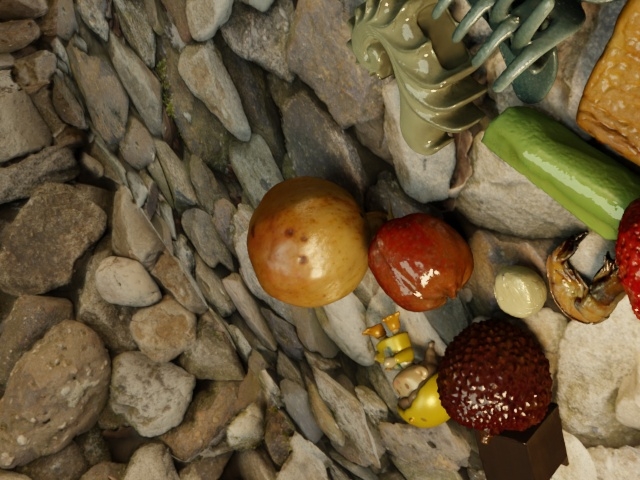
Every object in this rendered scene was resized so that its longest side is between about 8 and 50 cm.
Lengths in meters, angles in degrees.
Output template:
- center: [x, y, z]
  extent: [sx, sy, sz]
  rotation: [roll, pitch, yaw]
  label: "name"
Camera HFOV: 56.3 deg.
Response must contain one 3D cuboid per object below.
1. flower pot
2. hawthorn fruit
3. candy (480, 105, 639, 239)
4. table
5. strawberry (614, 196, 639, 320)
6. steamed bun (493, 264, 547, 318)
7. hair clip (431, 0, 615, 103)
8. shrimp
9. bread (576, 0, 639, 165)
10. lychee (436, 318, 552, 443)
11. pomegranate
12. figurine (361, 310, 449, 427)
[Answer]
- center: [0.219, -0.382, 1.309]
  extent: [0.367, 0.164, 0.254]
  rotation: [59, 155, -5]
  label: "flower pot"
- center: [0.248, 0.056, 1.507]
  extent: [0.261, 0.258, 0.258]
  rotation: [22, 133, 13]
  label: "hawthorn fruit"
- center: [0.480, -0.137, 1.182]
  extent: [0.343, 0.142, 0.132]
  rotation: [43, 150, 24]
  label: "candy"
- center: [0.520, 0.536, 1.567]
  extent: [0.172, 0.169, 0.193]
  rotation: [3, 117, 49]
  label: "table"
- center: [0.629, 0.036, 1.013]
  extent: [0.277, 0.257, 0.257]
  rotation: [53, 144, 2]
  label: "strawberry"
- center: [0.473, 0.114, 1.399]
  extent: [0.112, 0.091, 0.130]
  rotation: [7, 122, 53]
  label: "steamed bun"
- center: [0.344, -0.447, 1.056]
  extent: [0.318, 0.238, 0.392]
  rotation: [56, 145, 11]
  label: "hair clip"
- center: [0.577, 0.061, 1.270]
  extent: [0.178, 0.075, 0.289]
  rotation: [45, 154, 25]
  label: "shrimp"
- center: [0.610, -0.254, 0.937]
  extent: [0.337, 0.148, 0.328]
  rotation: [43, 140, 34]
  label: "bread"
- center: [0.424, 0.347, 1.478]
  extent: [0.275, 0.275, 0.304]
  rotation: [1, 83, 50]
  label: "lychee"
- center: [0.000, 0.000, 1.686]
  extent: [0.410, 0.410, 0.410]
  rotation: [29, 134, 36]
  label: "pomegranate"
- center: [0.268, 0.385, 1.765]
  extent: [0.344, 0.187, 0.215]
  rotation: [60, 154, 11]
  label: "figurine"
